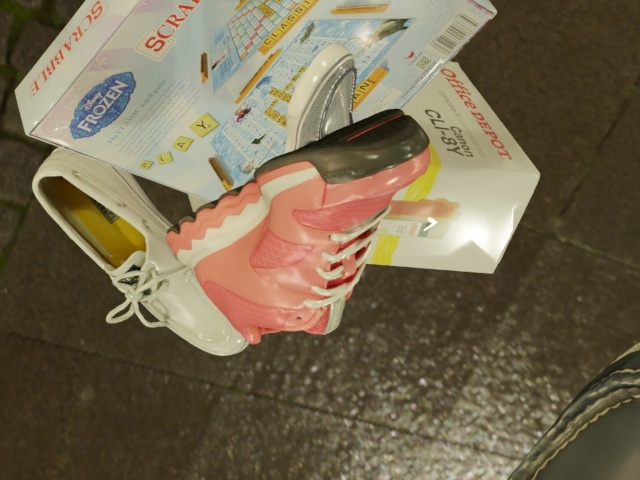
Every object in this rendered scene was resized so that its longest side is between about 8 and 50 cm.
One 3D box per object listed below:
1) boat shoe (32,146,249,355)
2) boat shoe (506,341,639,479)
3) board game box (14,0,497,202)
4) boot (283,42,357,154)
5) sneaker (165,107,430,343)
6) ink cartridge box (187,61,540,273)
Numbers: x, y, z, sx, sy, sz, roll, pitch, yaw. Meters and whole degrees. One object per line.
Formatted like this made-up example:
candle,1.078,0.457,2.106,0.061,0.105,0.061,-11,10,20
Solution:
boat shoe,-0.235,0.032,1.507,0.136,0.156,0.367,-33,103,25
boat shoe,0.073,0.138,0.404,0.079,0.095,0.254,-9,136,-33
board game box,-0.053,-0.172,1.049,0.318,0.066,0.319,21,124,-44
boot,0.018,-0.074,0.955,0.069,0.086,0.190,-43,162,-32
sneaker,0.000,0.000,0.892,0.116,0.314,0.136,-27,90,-34
ink cartridge box,0.032,-0.114,1.424,0.385,0.279,0.160,5,126,-25
